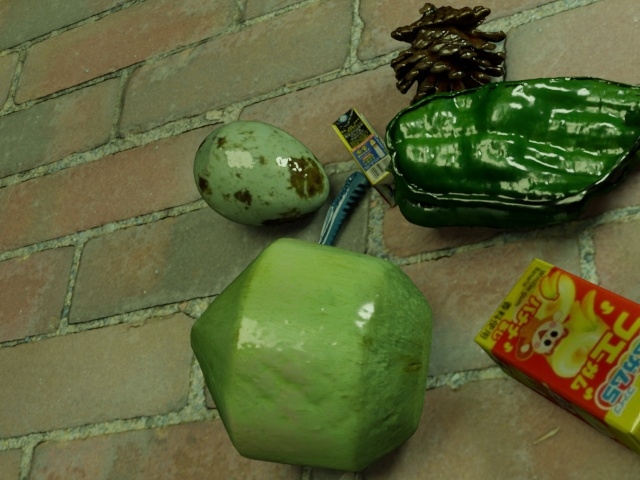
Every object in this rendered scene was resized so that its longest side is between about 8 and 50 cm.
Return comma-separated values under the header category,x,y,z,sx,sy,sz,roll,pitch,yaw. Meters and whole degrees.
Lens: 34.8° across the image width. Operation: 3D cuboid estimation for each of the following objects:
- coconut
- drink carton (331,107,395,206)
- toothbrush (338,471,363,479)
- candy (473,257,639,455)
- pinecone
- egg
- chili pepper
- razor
category,x,y,z,sx,sy,sz,roll,pitch,yaw
coconut,-0.018,0.149,1.350,0.329,0.281,0.328,0,89,10
drink carton,0.083,-0.134,1.605,0.056,0.071,0.165,-35,48,5
toothbrush,-0.036,0.433,1.351,0.025,0.029,0.307,31,84,43
candy,0.325,0.136,1.220,0.146,0.088,0.276,-51,36,-5
pinecone,0.196,-0.275,1.566,0.179,0.150,0.195,-14,55,26
egg,-0.094,-0.104,1.643,0.231,0.169,0.169,15,70,20
chili pepper,0.279,-0.111,1.404,0.385,0.167,0.213,-5,73,18
razor,0.000,0.000,1.598,0.253,0.042,0.082,-57,7,-12
